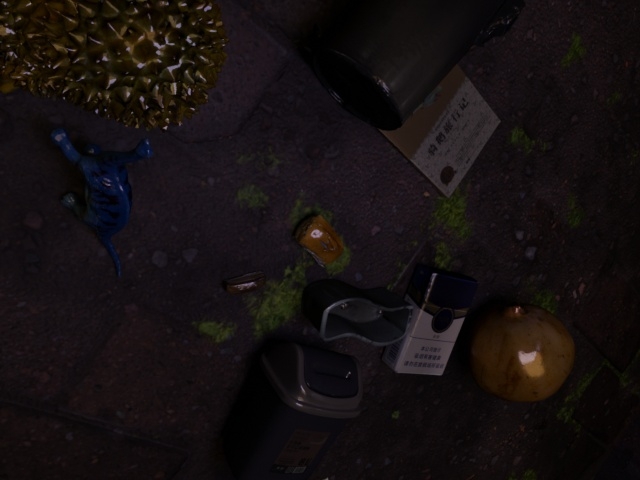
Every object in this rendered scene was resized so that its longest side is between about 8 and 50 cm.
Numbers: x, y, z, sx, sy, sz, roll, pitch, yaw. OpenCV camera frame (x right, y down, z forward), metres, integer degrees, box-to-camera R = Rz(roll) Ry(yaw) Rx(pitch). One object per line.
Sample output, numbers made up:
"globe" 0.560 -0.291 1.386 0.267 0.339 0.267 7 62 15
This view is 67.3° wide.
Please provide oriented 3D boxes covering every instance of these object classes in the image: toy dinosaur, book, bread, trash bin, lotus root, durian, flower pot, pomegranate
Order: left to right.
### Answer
"toy dinosaur" -0.315 -0.076 0.698 0.076 0.144 0.329 -37 170 -44
"durian" -0.260 -0.268 0.601 0.292 0.258 0.258 8 104 -20
"lotus root" -0.139 0.084 0.911 0.083 0.037 0.030 -14 118 -25
"trash bin" -0.054 0.347 0.976 0.209 0.182 0.290 22 102 -38
"bread" 0.000 0.000 0.950 0.072 0.053 0.106 -45 129 -4
"flower pot" 0.075 0.152 1.016 0.229 0.108 0.103 12 102 -31
"trash bin" 0.152 -0.354 0.812 0.252 0.203 0.301 41 86 6
"book" 0.244 -0.258 1.011 0.310 0.021 0.217 35 89 -34
"pomegranate" 0.499 0.275 1.215 0.264 0.264 0.264 -10 113 -26

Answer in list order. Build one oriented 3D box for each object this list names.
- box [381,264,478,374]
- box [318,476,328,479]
"box" 0.266 0.194 1.161 0.168 0.071 0.259 12 103 -32
"box" -0.078 0.604 1.017 0.194 0.111 0.260 -15 157 -25
